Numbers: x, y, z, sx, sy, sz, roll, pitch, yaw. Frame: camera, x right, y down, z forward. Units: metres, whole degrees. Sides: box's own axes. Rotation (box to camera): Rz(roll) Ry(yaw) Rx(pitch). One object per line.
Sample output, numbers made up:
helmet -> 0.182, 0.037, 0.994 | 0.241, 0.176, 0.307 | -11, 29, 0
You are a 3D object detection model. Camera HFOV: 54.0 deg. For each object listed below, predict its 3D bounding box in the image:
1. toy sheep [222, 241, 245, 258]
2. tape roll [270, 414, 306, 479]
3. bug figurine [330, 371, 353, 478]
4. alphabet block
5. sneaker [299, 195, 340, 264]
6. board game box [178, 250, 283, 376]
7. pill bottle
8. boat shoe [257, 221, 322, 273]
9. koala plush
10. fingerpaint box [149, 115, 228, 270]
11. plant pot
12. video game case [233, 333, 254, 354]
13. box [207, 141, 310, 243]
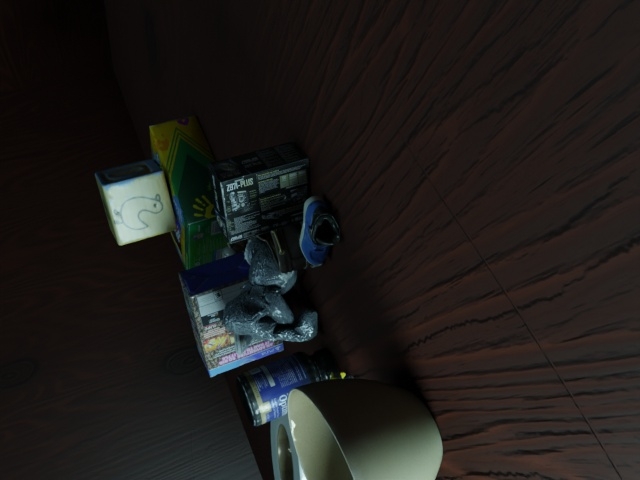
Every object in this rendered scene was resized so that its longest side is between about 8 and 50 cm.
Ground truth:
toy sheep -> -0.256, 0.053, 1.902 | 0.091, 0.091, 0.132 | 49, 156, 48
tape roll -> -0.071, 0.629, 1.797 | 0.392, 0.072, 0.391 | 177, 90, -73
bug figurine -> 0.053, 0.420, 1.300 | 0.279, 0.072, 0.216 | -85, -9, -48
alphabet block -> -0.577, -0.124, 1.961 | 0.193, 0.193, 0.197 | -142, 38, -59
sneaker -> -0.001, 0.000, 1.187 | 0.084, 0.058, 0.152 | -119, 26, -51
board game box -> -0.253, 0.207, 1.808 | 0.141, 0.232, 0.290 | -134, 32, -53
pill bottle -> -0.073, 0.328, 1.439 | 0.122, 0.219, 0.122 | 55, 155, 41
boat shoe -> -0.105, -0.044, 1.373 | 0.324, 0.097, 0.116 | 53, 154, 43
koala plush -> -0.116, 0.105, 1.446 | 0.196, 0.203, 0.221 | 18, 100, 48
fingerpaint box -> -0.433, -0.127, 2.099 | 0.371, 0.163, 0.444 | 65, 159, 19
plant pot -> 0.089, 0.349, 1.050 | 0.284, 0.191, 0.284 | 49, 148, 45
video game case -> -0.162, 0.182, 1.629 | 0.022, 0.190, 0.173 | 26, 141, 19
box -> -0.116, -0.094, 1.231 | 0.077, 0.180, 0.147 | 52, 153, 45
